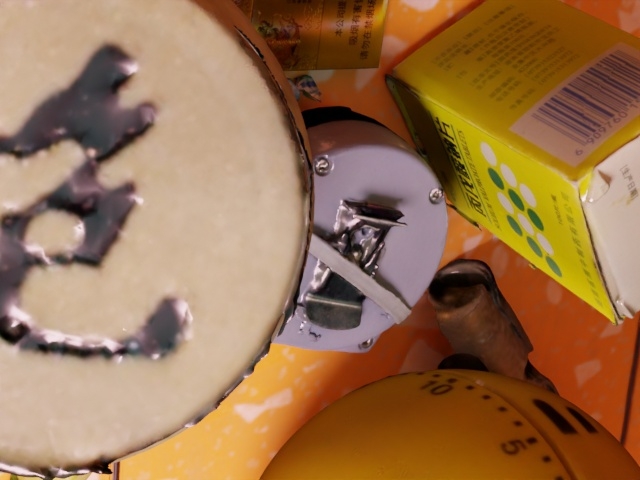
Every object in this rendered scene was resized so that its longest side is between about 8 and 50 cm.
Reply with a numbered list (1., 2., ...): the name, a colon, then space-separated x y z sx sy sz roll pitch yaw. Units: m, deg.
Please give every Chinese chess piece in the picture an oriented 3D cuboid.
1. Chinese chess piece: -0.176 -0.025 1.225 0.349 0.146 0.349 -2 100 -13

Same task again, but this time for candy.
1. candy: -0.035 -0.101 1.415 0.083 0.030 0.020 -19 151 -31

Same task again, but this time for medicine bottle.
1. medicine bottle: 0.179 -0.072 1.429 0.141 0.250 0.137 -37 127 -11

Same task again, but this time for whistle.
1. whistle: 0.173 0.147 1.639 0.068 0.057 0.326 -37 126 -10

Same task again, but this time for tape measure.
1. tape measure: 0.002 -0.004 1.435 0.182 0.107 0.181 4 115 -31

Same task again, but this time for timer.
1. timer: 0.130 0.256 1.494 0.387 0.376 0.376 -9 115 -38

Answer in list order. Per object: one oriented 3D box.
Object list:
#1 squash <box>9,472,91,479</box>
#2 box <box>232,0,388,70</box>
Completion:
1. squash: -0.173 0.112 1.398 0.094 0.094 0.224 14 110 -36
2. box: -0.022 -0.163 1.400 0.156 0.022 0.089 -3 111 -31
